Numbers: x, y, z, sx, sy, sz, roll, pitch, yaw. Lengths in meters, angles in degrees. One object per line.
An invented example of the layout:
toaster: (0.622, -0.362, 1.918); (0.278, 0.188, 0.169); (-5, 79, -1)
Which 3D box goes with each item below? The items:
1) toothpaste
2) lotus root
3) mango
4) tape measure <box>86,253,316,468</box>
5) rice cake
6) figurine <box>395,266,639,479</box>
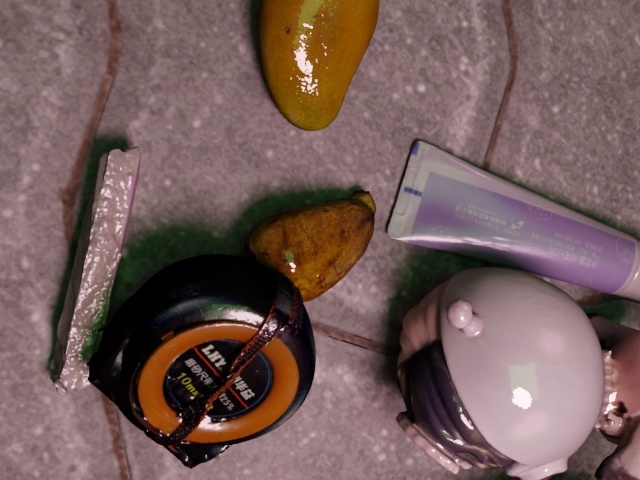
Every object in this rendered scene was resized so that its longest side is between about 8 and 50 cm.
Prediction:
toothpaste: (0.270, -0.009, 1.051); (0.371, 0.080, 0.125); (18, 86, -15)
lotus root: (0.000, 0.000, 0.944); (0.191, 0.094, 0.108); (-29, 131, -22)
mango: (-0.005, -0.237, 0.932); (0.136, 0.099, 0.227); (7, 98, -27)
tape measure: (-0.112, 0.117, 0.859); (0.223, 0.135, 0.202); (-31, 122, 10)
rice cake: (-0.237, 0.029, 0.878); (0.049, 0.055, 0.269); (13, 87, -35)
figurine: (0.262, 0.146, 0.978); (0.361, 0.253, 0.211); (10, 126, -17)
